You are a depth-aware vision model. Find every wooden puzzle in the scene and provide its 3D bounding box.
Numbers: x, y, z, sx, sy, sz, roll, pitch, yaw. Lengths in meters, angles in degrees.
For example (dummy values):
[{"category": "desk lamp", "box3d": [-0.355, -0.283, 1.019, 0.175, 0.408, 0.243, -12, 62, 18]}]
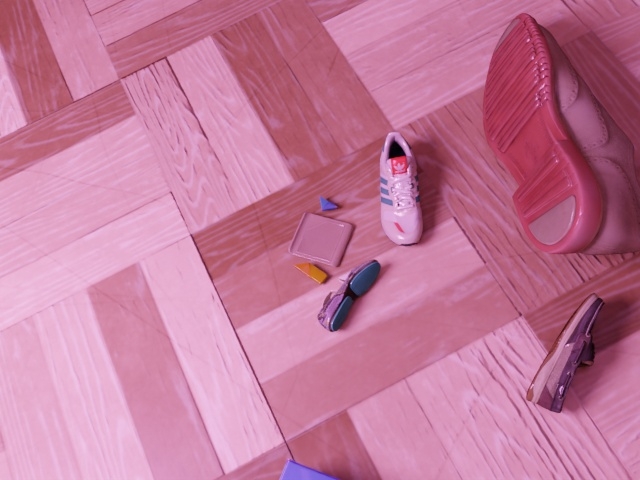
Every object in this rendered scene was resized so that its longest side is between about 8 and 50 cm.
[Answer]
[{"category": "wooden puzzle", "box3d": [0.000, 0.000, 1.041, 0.078, 0.014, 0.116, 24, 70, 16]}]

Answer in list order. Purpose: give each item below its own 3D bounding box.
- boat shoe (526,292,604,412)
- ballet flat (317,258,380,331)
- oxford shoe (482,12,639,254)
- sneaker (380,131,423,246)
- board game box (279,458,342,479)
[{"category": "boat shoe", "box3d": [0.299, 0.134, 0.896, 0.049, 0.056, 0.152, 31, 82, 18]}, {"category": "ballet flat", "box3d": [0.033, 0.065, 0.987, 0.041, 0.041, 0.114, 30, 71, 23]}, {"category": "oxford shoe", "box3d": [0.321, -0.141, 1.011, 0.146, 0.140, 0.397, 9, 55, -19]}, {"category": "sneaker", "box3d": [0.105, -0.073, 1.022, 0.057, 0.075, 0.161, -6, 62, 8]}, {"category": "board game box", "box3d": [0.011, 0.436, 0.777, 0.233, 0.078, 0.347, 17, 67, 18]}]
